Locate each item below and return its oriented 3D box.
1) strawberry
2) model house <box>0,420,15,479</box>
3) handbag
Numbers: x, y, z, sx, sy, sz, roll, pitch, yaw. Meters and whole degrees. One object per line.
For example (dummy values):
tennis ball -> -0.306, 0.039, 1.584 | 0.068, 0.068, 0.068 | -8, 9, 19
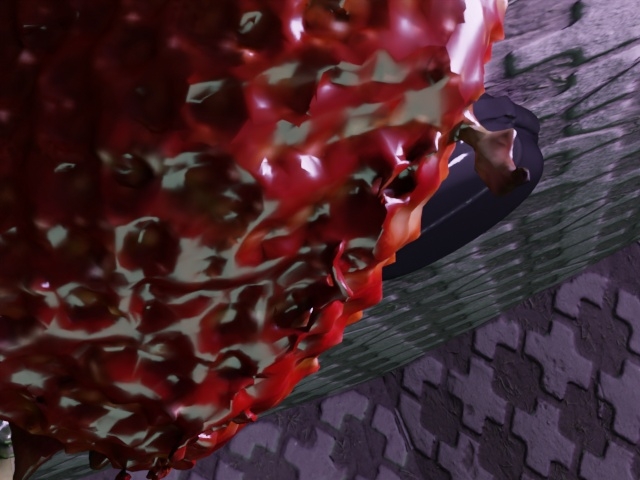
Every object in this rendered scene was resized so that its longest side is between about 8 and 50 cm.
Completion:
strawberry -> -0.048, -0.045, 0.631 | 0.343, 0.292, 0.292 | -26, 169, 35
model house -> -0.430, 0.299, 1.479 | 0.261, 0.266, 0.321 | -12, 175, 34
handbag -> 0.102, -0.050, 1.324 | 0.254, 0.093, 0.308 | -33, 165, 18
